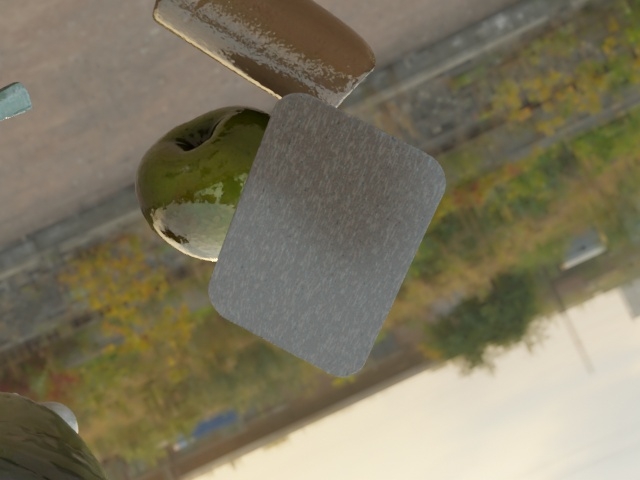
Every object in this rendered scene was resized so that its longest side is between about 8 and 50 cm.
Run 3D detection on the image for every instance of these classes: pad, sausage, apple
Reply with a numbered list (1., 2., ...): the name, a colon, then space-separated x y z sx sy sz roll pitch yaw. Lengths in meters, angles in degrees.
1. pad: 0.000 0.000 1.328 0.002 0.176 0.266 -50 166 -58
2. sausage: -0.060 -0.241 1.644 0.123 0.253 0.123 -56 180 0
3. apple: -0.112 -0.064 1.629 0.196 0.157 0.196 -20 -146 14

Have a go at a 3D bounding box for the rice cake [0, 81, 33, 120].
1. rice cake: -0.258 -0.076 0.986 0.121 0.022 0.021 -34 -158 -24

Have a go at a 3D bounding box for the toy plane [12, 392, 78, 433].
1. toy plane: -0.434 0.304 1.875 0.252 0.118 0.252 -22 -139 20

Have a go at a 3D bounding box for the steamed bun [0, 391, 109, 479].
1. steamed bun: -0.274 0.239 1.029 0.280 0.268 0.207 -23 170 -35
